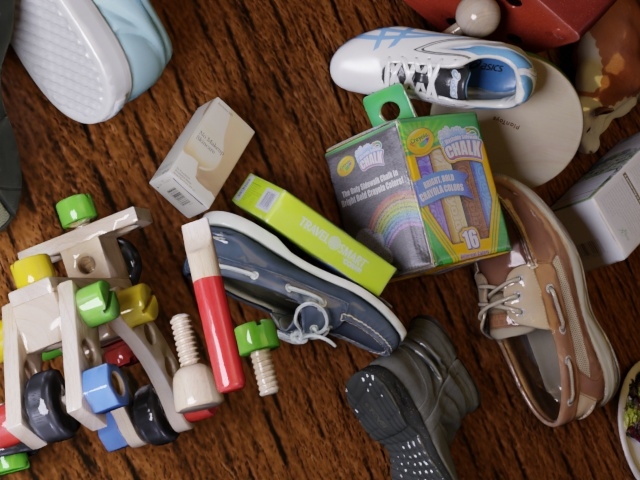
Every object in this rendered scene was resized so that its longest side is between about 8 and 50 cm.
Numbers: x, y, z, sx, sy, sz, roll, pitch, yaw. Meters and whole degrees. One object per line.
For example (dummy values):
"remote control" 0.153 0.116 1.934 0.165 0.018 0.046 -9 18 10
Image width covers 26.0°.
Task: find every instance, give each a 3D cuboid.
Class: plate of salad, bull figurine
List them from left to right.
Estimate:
"bull figurine" 0.400 -0.260 1.888 0.188 0.101 0.310 15 69 -40
"plate of salad" 0.462 0.247 1.810 0.200 0.048 0.200 13 69 -36

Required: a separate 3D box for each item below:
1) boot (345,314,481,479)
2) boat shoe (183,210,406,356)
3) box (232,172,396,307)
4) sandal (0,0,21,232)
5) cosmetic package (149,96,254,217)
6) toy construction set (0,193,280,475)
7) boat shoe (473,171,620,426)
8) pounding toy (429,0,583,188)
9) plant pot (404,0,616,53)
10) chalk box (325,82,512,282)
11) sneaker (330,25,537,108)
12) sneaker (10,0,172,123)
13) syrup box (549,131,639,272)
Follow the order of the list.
"boot" 0.138 0.213 1.537 0.161 0.083 0.246 -32 99 -47
"boat shoe" -0.025 0.062 1.433 0.254 0.095 0.079 33 61 -22
"box" 0.000 0.000 1.466 0.178 0.109 0.042 35 87 -26
"sandal" -0.343 -0.148 1.254 0.120 0.086 0.303 -6 95 -46
"cosmetic package" -0.122 -0.086 1.438 0.060 0.041 0.115 42 54 -22
"toy construction set" -0.182 0.051 1.192 0.257 0.309 0.237 1 70 -48
"boat shoe" 0.246 0.073 1.643 0.116 0.123 0.324 -32 96 -39
"pounding toy" 0.209 -0.181 1.682 0.237 0.183 0.110 45 27 -15
"plant pot" 0.239 -0.370 1.696 0.267 0.267 0.236 34 67 -27
"chalk box" 0.104 -0.068 1.558 0.132 0.132 0.213 -8 83 -40
"sneaker" 0.127 -0.193 1.574 0.086 0.237 0.085 -70 163 -67
"sneaker" -0.265 -0.299 1.342 0.150 0.135 0.366 -41 112 -48
"syrup box" 0.399 -0.059 1.824 0.237 0.093 0.096 -38 101 -41
